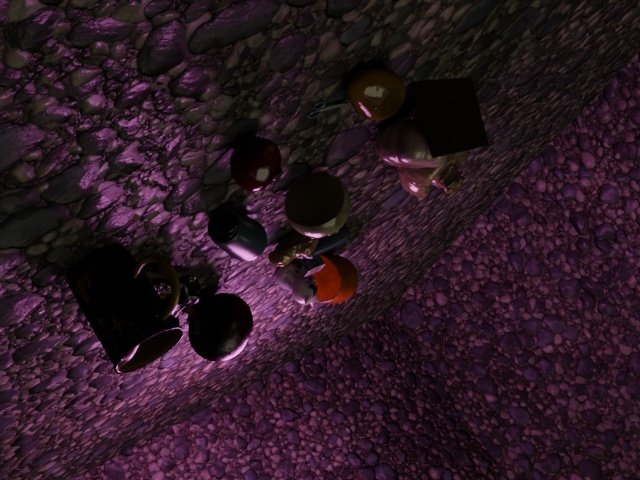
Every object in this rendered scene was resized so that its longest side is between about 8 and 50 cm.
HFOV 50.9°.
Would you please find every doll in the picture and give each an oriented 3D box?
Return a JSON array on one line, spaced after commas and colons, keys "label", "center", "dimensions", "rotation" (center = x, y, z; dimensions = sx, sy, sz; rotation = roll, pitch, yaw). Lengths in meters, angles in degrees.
[{"label": "doll", "center": [-0.082, 0.156, 2.461], "dimensions": [0.106, 0.181, 0.110], "rotation": [-54, 158, 11]}]

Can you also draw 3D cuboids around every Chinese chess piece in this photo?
[{"label": "Chinese chess piece", "center": [-0.007, -0.100, 1.896], "dimensions": [0.188, 0.188, 0.083], "rotation": [-36, 150, -1]}]

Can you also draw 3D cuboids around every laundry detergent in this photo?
[{"label": "laundry detergent", "center": [0.000, 0.000, 2.325], "dimensions": [0.206, 0.096, 0.061], "rotation": [-32, 179, -15]}]

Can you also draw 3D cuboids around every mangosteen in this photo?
[{"label": "mangosteen", "center": [-0.358, 0.270, 2.207], "dimensions": [0.261, 0.235, 0.235], "rotation": [34, 115, -26]}]

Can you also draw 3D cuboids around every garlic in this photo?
[{"label": "garlic", "center": [0.274, -0.318, 1.970], "dimensions": [0.219, 0.219, 0.211], "rotation": [4, 96, -65]}]

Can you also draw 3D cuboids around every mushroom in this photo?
[{"label": "mushroom", "center": [0.377, -0.250, 2.239], "dimensions": [0.254, 0.195, 0.189], "rotation": [-44, 158, 14]}]

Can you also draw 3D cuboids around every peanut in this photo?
[{"label": "peanut", "center": [-0.083, 0.022, 2.235], "dimensions": [0.194, 0.093, 0.083], "rotation": [-36, -170, -10]}]

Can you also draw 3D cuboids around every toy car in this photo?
[{"label": "toy car", "center": [-0.470, 0.182, 1.867], "dimensions": [0.193, 0.118, 0.301], "rotation": [-5, 146, -45]}]

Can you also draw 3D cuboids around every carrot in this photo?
[{"label": "carrot", "center": [0.046, 0.157, 2.647], "dimensions": [0.331, 0.193, 0.214], "rotation": [0, 99, -69]}]

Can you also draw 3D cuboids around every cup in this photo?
[{"label": "cup", "center": [-0.428, 0.132, 1.574], "dimensions": [0.255, 0.256, 0.178], "rotation": [-36, 163, 0]}]

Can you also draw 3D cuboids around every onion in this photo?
[{"label": "onion", "center": [-0.146, -0.177, 1.545], "dimensions": [0.131, 0.131, 0.131], "rotation": [-33, 162, -12]}]

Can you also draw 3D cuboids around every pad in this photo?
[{"label": "pad", "center": [0.385, -0.364, 1.959], "dimensions": [0.004, 0.219, 0.330], "rotation": [-12, -177, 44]}]

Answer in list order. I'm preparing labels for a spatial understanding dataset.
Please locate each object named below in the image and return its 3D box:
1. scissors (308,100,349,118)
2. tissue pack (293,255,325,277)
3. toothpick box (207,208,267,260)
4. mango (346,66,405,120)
[{"label": "scissors", "center": [0.023, -0.328, 1.652], "dimensions": [0.119, 0.014, 0.058], "rotation": [-21, 158, -33]}, {"label": "tissue pack", "center": [-0.054, 0.070, 2.377], "dimensions": [0.085, 0.111, 0.079], "rotation": [-21, 158, -42]}, {"label": "toothpick box", "center": [-0.226, -0.019, 1.810], "dimensions": [0.120, 0.120, 0.184], "rotation": [-38, 160, 3]}, {"label": "mango", "center": [0.132, -0.360, 1.646], "dimensions": [0.137, 0.098, 0.195], "rotation": [-41, 158, 27]}]
